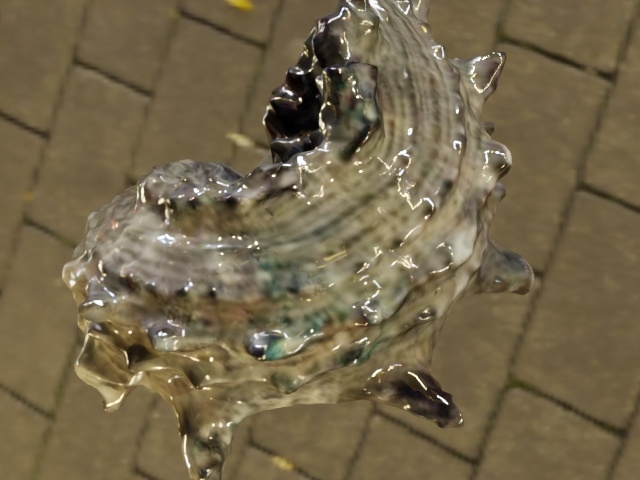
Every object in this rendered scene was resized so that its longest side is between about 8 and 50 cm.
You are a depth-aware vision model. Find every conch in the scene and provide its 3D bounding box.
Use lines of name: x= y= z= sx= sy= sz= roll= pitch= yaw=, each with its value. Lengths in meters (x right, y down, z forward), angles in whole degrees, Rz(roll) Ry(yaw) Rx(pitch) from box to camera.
conch: x=-0.012 y=-0.006 z=0.927 sx=0.241 sy=0.186 sz=0.313 roll=4 pitch=55 yaw=49
